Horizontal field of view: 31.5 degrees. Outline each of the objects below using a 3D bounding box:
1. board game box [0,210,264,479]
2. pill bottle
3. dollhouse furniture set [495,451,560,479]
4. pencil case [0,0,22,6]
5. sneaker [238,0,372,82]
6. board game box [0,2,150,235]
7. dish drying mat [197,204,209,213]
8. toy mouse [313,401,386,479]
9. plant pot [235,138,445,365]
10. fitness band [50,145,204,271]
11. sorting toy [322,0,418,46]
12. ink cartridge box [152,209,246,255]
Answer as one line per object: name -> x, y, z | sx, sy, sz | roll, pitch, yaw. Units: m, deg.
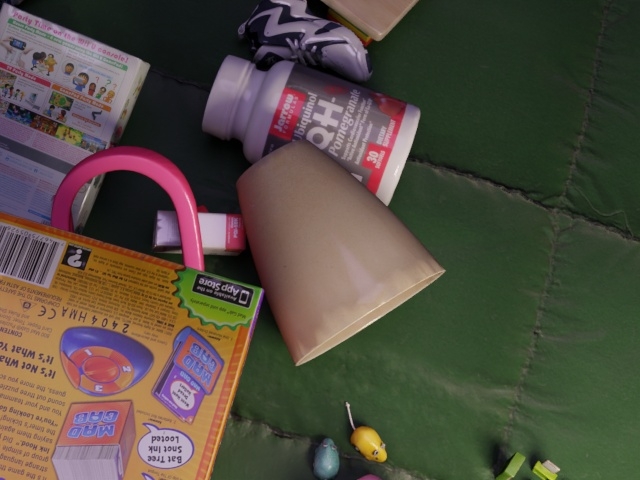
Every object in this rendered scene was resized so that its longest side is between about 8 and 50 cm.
board game box -> -0.304, 0.231, 1.464 | 0.356, 0.356, 0.356 | 17, 65, -2
pill bottle -> -0.017, -0.180, 1.792 | 0.318, 0.176, 0.176 | 19, 65, -1
dollhouse furniture set -> 0.336, 0.374, 1.671 | 0.151, 0.058, 0.076 | 37, 66, 8
pencil case -> -0.453, -0.503, 1.892 | 0.273, 0.124, 0.113 | -40, 78, -23
sneaker -> -0.039, -0.312, 1.893 | 0.235, 0.094, 0.153 | 44, 68, 11
board game box -> -0.417, -0.169, 1.698 | 0.224, 0.097, 0.303 | 23, 93, 0
dish drying mat -> -0.212, -0.026, 1.785 | 0.083, 0.008, 0.032 | -29, 75, -19
toy mouse -> 0.042, 0.336, 1.654 | 0.143, 0.031, 0.161 | -37, 77, -22
plant pot -> 0.000, 0.000, 1.655 | 0.256, 0.256, 0.274 | -30, 81, -20
fitness band -> -0.275, 0.004, 1.629 | 0.209, 0.291, 0.054 | -5, 26, -1
sorting toy -> 0.071, -0.487, 1.990 | 0.257, 0.089, 0.255 | 38, 66, 8
ink cartridge box -> -0.185, -0.011, 1.724 | 0.135, 0.099, 0.056 | 3, 83, -11
